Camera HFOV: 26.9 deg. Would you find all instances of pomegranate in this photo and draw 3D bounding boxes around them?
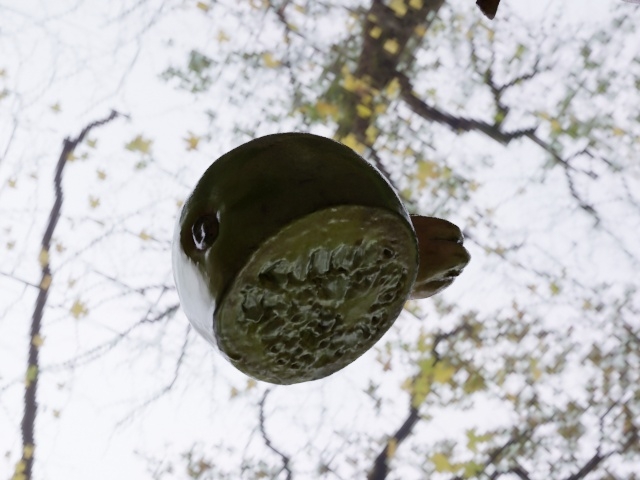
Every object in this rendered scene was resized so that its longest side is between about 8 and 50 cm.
[{"bbox_3d":[-0.005,-0.009,1.061,0.241,0.190,0.159,-22,-135,-10],"label":"pomegranate"}]

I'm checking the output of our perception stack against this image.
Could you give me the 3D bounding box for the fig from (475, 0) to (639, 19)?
[{"bbox_3d":[0.156,-0.178,0.686,0.150,0.128,0.128,-5,-149,24],"label":"fig"}]
